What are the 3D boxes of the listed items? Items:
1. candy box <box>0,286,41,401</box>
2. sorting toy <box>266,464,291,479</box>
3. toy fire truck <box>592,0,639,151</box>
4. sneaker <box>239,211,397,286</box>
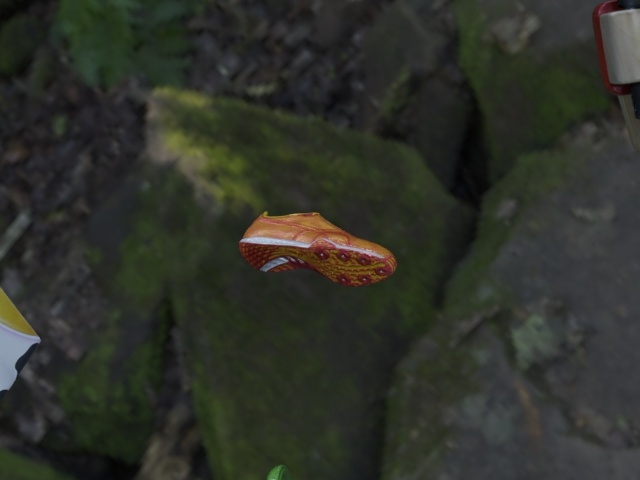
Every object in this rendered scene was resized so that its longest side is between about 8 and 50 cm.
[{"bbox_3d":[-0.255,0.076,0.892,0.071,0.159,0.233,-13,34,34],"label":"candy box"},{"bbox_3d":[-0.048,0.220,1.370,0.042,0.061,0.102,-3,66,13],"label":"sorting toy"},{"bbox_3d":[0.333,-0.158,1.516,0.217,0.158,0.246,-11,6,-3],"label":"toy fire truck"},{"bbox_3d":[0.000,0.000,1.768,0.175,0.064,0.067,12,54,30],"label":"sneaker"}]
